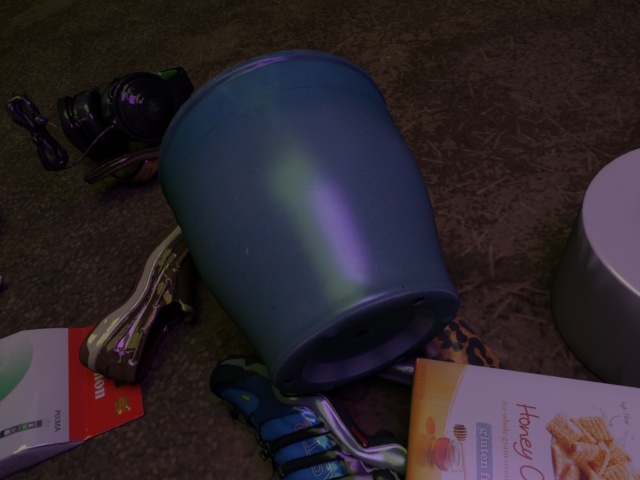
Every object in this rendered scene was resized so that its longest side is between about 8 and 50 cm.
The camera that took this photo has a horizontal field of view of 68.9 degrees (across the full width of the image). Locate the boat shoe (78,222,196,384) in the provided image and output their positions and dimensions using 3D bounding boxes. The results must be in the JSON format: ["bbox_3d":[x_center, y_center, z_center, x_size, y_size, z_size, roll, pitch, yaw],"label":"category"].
[{"bbox_3d":[-0.216,0.084,0.665,0.095,0.095,0.257,24,65,11],"label":"boat shoe"}]

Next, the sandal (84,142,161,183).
[{"bbox_3d":[-0.329,-0.145,0.884,0.219,0.060,0.090,-27,22,-28],"label":"sandal"}]

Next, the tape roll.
[{"bbox_3d":[0.393,0.037,0.498,0.246,0.169,0.246,-6,51,8],"label":"tape roll"}]

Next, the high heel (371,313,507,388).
[{"bbox_3d":[0.153,0.073,0.589,0.186,0.093,0.261,12,55,11],"label":"high heel"}]

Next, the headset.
[{"bbox_3d":[-0.408,-0.261,0.893,0.243,0.185,0.394,-9,36,21],"label":"headset"}]

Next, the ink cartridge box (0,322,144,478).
[{"bbox_3d":[-0.364,0.194,0.627,0.225,0.056,0.181,-24,51,-4],"label":"ink cartridge box"}]

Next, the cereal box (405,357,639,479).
[{"bbox_3d":[0.194,0.201,0.391,0.240,0.047,0.173,4,54,12],"label":"cereal box"}]

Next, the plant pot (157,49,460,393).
[{"bbox_3d":[0.000,0.000,0.476,0.272,0.271,0.255,-23,59,-5],"label":"plant pot"}]

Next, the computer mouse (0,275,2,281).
[{"bbox_3d":[-0.641,-0.016,0.802,0.189,0.072,0.272,11,33,-30],"label":"computer mouse"}]

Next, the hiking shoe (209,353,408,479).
[{"bbox_3d":[-0.016,0.225,0.480,0.304,0.113,0.132,23,60,28],"label":"hiking shoe"}]
